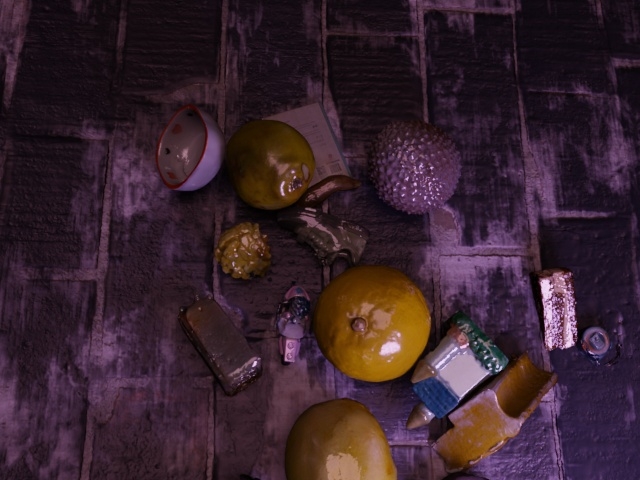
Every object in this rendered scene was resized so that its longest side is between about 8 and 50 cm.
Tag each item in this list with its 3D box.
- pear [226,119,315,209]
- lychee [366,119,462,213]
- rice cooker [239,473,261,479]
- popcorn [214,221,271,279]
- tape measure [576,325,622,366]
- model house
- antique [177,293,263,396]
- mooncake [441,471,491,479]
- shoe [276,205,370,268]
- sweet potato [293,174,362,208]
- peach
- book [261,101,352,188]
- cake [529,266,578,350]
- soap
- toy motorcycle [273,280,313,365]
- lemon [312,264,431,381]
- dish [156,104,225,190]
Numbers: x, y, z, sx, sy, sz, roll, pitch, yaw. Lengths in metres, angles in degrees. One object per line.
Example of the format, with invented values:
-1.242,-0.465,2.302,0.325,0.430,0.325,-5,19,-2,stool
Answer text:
-0.151,-0.219,1.890,0.269,0.269,0.321,-28,45,-13,pear
0.284,-0.226,1.944,0.300,0.300,0.300,2,74,-5,lychee
-0.188,0.752,1.626,0.317,0.264,0.316,-9,113,-22,rice cooker
-0.220,0.038,1.888,0.173,0.142,0.173,-4,99,-23,popcorn
0.828,0.306,1.905,0.104,0.180,0.107,-44,84,1,tape measure
0.330,0.379,1.797,0.325,0.267,0.194,-43,77,-4,model house
-0.288,0.284,1.820,0.125,0.150,0.284,-34,72,-18,antique
0.398,0.752,1.747,0.245,0.133,0.245,2,75,-7,mooncake
-0.001,0.001,1.929,0.293,0.109,0.149,14,68,-7,shoe
0.020,-0.155,1.995,0.233,0.081,0.062,-24,60,-12,sweet potato
0.049,0.576,1.684,0.281,0.314,0.315,-14,73,6,peach
-0.044,-0.292,2.055,0.215,0.025,0.282,-18,77,-11,book
0.716,0.198,1.987,0.112,0.135,0.246,-10,105,3,cake
0.504,0.494,1.882,0.169,0.304,0.339,50,36,15,soap
-0.076,0.223,1.812,0.108,0.204,0.239,-6,77,-15,toy motorcycle
0.139,0.224,1.769,0.348,0.348,0.348,2,74,-5,lemon
-0.371,-0.264,1.925,0.117,0.256,0.256,14,68,-45,dish
